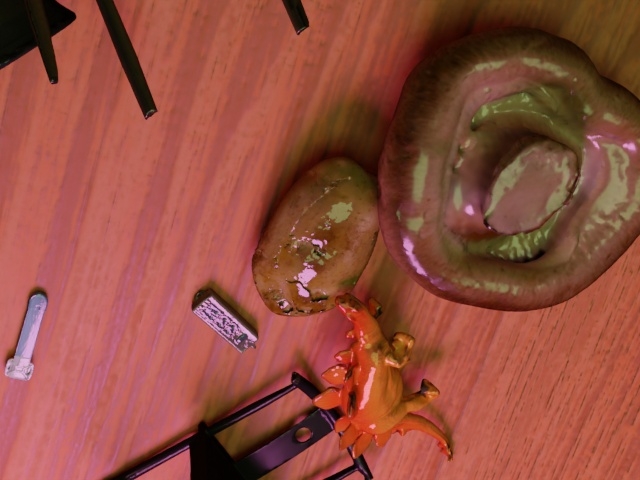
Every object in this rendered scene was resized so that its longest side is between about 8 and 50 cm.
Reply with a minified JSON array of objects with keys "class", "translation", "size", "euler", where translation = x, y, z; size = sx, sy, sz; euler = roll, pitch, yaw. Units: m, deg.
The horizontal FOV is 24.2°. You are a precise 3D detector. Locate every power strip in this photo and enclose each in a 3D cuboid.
[{"class":"power strip","translation":[-0.090,0.079,1.450],"size":[0.027,0.017,0.083],"euler":[-41,114,13]}]

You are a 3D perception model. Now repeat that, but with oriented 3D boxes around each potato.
[{"class":"potato","translation":[0.000,0.000,1.391],"size":[0.107,0.080,0.170],"euler":[19,112,-34]}]

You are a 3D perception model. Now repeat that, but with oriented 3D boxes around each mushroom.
[{"class":"mushroom","translation":[0.178,-0.064,1.353],"size":[0.278,0.146,0.278],"euler":[-4,105,-14]}]

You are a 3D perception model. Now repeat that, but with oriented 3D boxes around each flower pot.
[{"class":"flower pot","translation":[-0.292,-0.185,1.217],"size":[0.157,0.157,0.107],"euler":[-29,107,6]}]

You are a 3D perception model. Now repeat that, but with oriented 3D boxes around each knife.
[{"class":"knife","translation":[-0.279,0.091,1.429],"size":[0.027,0.010,0.096],"euler":[14,111,-15]}]

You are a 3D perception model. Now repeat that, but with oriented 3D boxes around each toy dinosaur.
[{"class":"toy dinosaur","translation":[0.054,0.156,1.466],"size":[0.117,0.070,0.288],"euler":[-37,135,-12]}]

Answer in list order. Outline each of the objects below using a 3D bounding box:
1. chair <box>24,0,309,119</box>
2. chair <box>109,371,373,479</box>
[{"class":"chair","translation":[-0.149,-0.262,1.184],"size":[0.188,0.166,0.272],"euler":[-26,75,17]},{"class":"chair","translation":[-0.087,0.270,1.481],"size":[0.260,0.141,0.154],"euler":[-30,118,9]}]
